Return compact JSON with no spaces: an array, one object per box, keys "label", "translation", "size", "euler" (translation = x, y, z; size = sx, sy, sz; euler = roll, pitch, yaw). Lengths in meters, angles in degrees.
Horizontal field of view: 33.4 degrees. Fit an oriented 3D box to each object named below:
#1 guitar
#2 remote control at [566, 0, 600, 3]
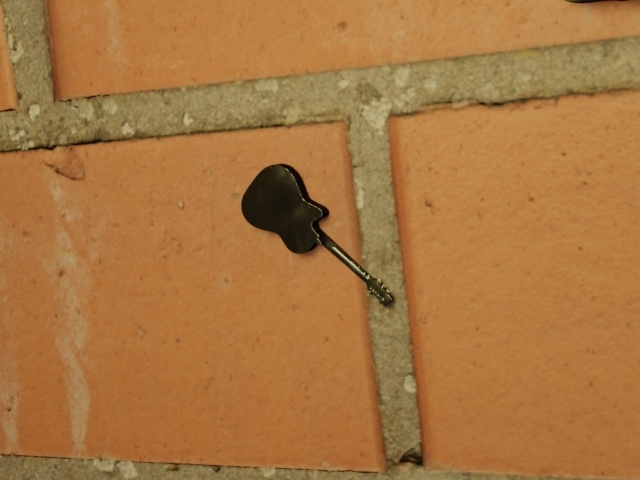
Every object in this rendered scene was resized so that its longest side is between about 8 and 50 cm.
[{"label":"guitar","translation":[0.000,0.000,1.329],"size":[0.233,0.025,0.088],"euler":[43,111,13]},{"label":"remote control","translation":[0.363,-0.321,1.068],"size":[0.296,0.056,0.140],"euler":[-1,93,41]}]
